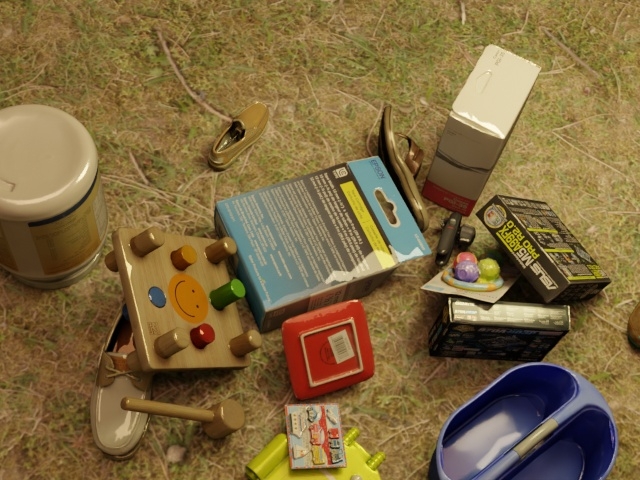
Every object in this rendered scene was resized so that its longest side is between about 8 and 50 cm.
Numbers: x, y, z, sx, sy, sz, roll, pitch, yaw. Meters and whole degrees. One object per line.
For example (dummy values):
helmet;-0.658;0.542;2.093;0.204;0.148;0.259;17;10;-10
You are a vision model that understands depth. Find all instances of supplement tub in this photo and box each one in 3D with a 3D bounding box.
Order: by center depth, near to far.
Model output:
supplement tub;-0.499;-0.067;1.684;0.228;0.316;0.228;3;61;-5

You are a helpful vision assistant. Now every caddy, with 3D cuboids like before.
caddy;0.347;0.363;1.625;0.341;0.179;0.241;-33;69;-22

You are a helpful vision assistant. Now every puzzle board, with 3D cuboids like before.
puzzle board;-0.009;0.336;1.636;0.097;0.011;0.128;0;46;-9

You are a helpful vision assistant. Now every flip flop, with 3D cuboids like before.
flip flop;0.179;-0.145;1.928;0.080;0.112;0.277;-15;68;-10

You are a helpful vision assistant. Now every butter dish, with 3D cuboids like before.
butter dish;0.003;0.187;1.725;0.160;0.118;0.160;-15;106;-14

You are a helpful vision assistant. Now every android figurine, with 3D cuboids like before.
android figurine;-0.005;0.437;1.613;0.273;0.056;0.248;-40;72;-23

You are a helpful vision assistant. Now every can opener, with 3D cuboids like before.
can opener;0.254;-0.006;1.852;0.073;0.059;0.186;4;22;21

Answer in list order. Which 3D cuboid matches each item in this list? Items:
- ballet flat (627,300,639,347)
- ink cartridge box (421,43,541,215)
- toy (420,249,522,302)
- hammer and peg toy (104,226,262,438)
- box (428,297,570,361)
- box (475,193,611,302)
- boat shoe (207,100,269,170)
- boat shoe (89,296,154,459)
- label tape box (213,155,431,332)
ballet flat;0.721;0.074;1.863;0.116;0.124;0.342;40;64;15
ink cartridge box;0.314;-0.214;1.883;0.117;0.283;0.207;27;61;8
toy;0.291;0.053;1.766;0.137;0.056;0.237;9;13;24
hammer and peg toy;-0.225;0.153;1.627;0.266;0.127;0.361;10;59;-52
box;0.322;0.167;1.733;0.220;0.175;0.051;4;63;-4
box;0.428;0.016;1.803;0.216;0.060;0.270;55;25;20
boat shoe;-0.163;-0.227;1.954;0.068;0.072;0.190;27;61;9
boat shoe;-0.345;0.226;1.661;0.113;0.103;0.302;4;61;-5
label tape box;0.000;0.000;1.827;0.348;0.115;0.249;-18;65;-19
